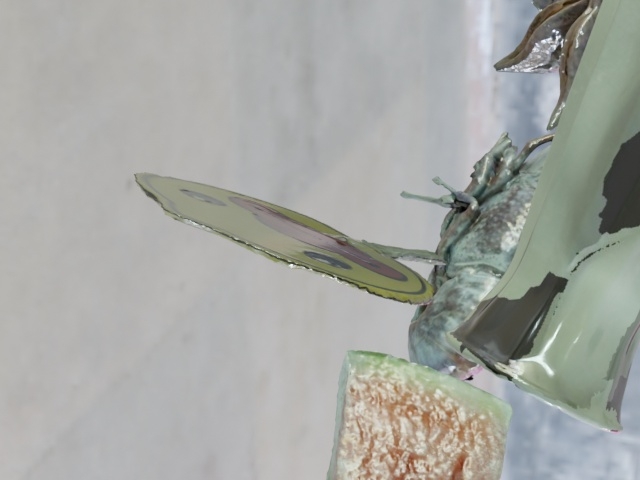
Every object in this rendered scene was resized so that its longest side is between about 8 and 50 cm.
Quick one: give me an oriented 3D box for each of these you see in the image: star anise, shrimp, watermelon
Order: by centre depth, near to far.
[{"bbox_3d":[0.047,0.120,0.917,0.158,0.098,0.121,51,46,-84],"label":"watermelon"},{"bbox_3d":[0.207,-0.158,1.284,0.180,0.204,0.061,-46,123,3],"label":"star anise"},{"bbox_3d":[0.172,-0.027,1.654,0.372,0.172,0.137,-59,-172,-31],"label":"shrimp"}]

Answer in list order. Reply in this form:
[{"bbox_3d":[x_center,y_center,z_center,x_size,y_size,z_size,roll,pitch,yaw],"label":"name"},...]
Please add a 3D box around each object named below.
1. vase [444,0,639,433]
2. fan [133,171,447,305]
[{"bbox_3d":[0.203,-0.074,1.013,0.360,0.165,0.165,-61,159,4],"label":"vase"},{"bbox_3d":[0.000,0.001,1.307,0.335,0.229,0.011,9,105,-52],"label":"fan"}]
